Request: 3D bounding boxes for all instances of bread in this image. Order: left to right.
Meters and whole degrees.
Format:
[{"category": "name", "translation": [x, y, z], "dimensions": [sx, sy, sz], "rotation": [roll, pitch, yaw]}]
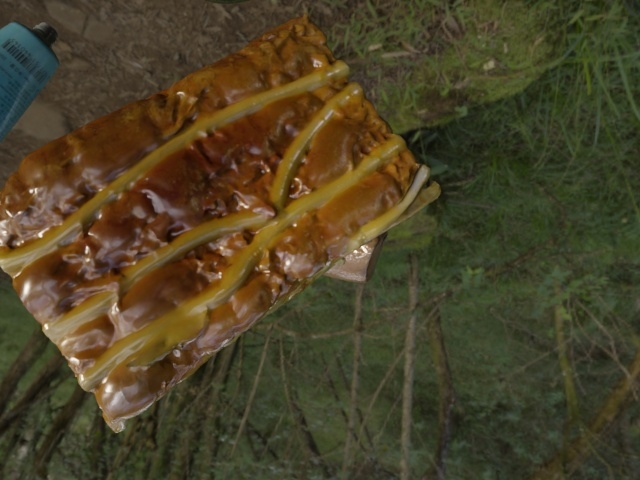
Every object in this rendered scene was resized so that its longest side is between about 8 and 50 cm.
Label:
[{"category": "bread", "translation": [-0.076, -0.023, 0.409], "dimensions": [0.185, 0.274, 0.114], "rotation": [54, 165, 6]}]

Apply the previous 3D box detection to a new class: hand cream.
[{"category": "hand cream", "translation": [-0.295, -0.098, 0.460], "dimensions": [0.048, 0.224, 0.083], "rotation": [17, 155, 34]}]

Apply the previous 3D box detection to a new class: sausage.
[{"category": "sausage", "translation": [0.000, 0.000, 1.001], "dimensions": [0.252, 0.123, 0.123], "rotation": [16, 156, 26]}]

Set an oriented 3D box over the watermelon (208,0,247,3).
[{"category": "watermelon", "translation": [-0.162, -0.570, 0.980], "dimensions": [0.278, 0.279, 0.359], "rotation": [27, 163, -19]}]
